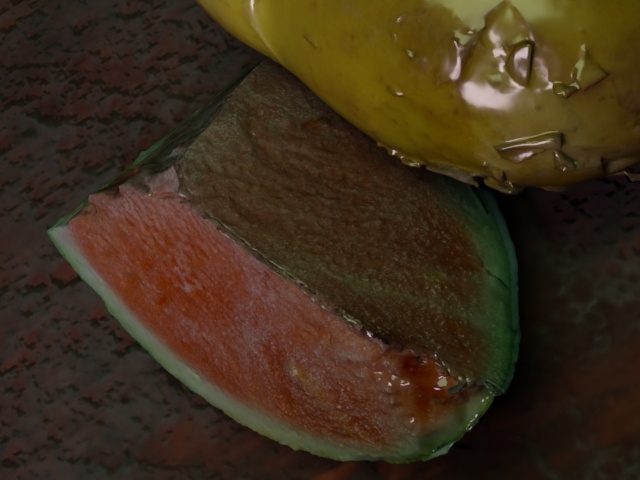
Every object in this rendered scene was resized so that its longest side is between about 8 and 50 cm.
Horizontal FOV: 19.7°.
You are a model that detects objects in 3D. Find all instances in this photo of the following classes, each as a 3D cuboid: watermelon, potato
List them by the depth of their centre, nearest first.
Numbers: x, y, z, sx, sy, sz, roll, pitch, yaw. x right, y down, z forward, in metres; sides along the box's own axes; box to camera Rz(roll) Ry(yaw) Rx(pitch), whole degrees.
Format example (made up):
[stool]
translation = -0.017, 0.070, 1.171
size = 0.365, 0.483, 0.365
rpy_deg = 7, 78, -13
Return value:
[potato]
translation = 0.045, -0.133, 0.819
size = 0.300, 0.140, 0.173
rpy_deg = 37, 61, 26
[watermelon]
translation = 0.007, 0.002, 0.829
size = 0.231, 0.128, 0.146
rpy_deg = 35, 55, 18
